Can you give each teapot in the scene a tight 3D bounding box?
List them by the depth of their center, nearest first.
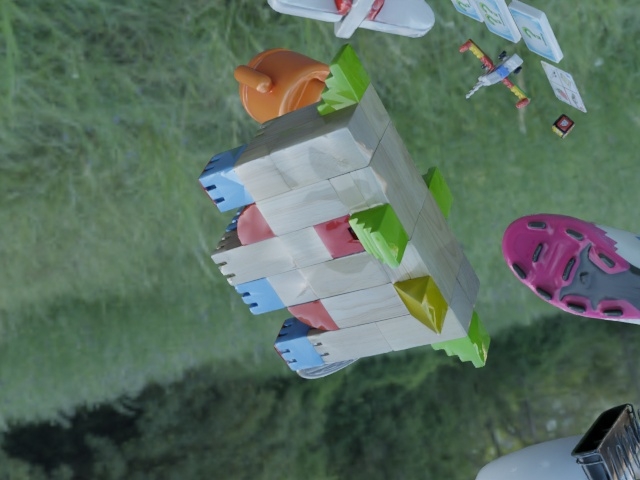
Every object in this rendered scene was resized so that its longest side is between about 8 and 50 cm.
[{"bbox_3d":[0.359,0.413,1.379,0.253,0.187,0.256,-20,153,14],"label":"teapot"}]

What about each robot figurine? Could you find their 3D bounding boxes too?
[{"bbox_3d":[-0.041,-0.221,1.413,0.158,0.219,0.128,-24,124,-24],"label":"robot figurine"}]

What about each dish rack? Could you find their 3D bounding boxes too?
[{"bbox_3d":[0.484,0.250,1.198,0.272,0.074,0.208,-22,178,30],"label":"dish rack"}]

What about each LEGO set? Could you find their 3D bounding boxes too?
[{"bbox_3d":[0.229,-0.211,1.126,0.060,0.182,0.244,-47,138,-2],"label":"LEGO set"}]

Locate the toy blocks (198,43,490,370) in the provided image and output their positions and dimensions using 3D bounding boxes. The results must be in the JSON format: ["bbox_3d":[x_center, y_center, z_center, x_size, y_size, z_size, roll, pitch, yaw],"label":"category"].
[{"bbox_3d":[0.000,0.000,1.061,0.261,0.190,0.381,-15,121,30],"label":"toy blocks"}]

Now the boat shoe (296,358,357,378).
[{"bbox_3d":[0.061,0.077,1.360,0.302,0.098,0.109,-49,145,12],"label":"boat shoe"}]

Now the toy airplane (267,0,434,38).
[{"bbox_3d":[0.054,-0.424,1.046,0.386,0.384,0.272,-36,164,-35],"label":"toy airplane"}]

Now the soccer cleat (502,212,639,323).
[{"bbox_3d":[0.395,0.047,1.161,0.331,0.116,0.143,20,-161,23],"label":"soccer cleat"}]
